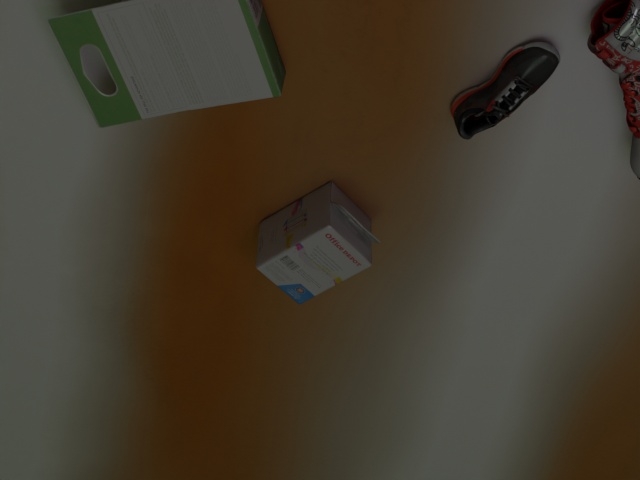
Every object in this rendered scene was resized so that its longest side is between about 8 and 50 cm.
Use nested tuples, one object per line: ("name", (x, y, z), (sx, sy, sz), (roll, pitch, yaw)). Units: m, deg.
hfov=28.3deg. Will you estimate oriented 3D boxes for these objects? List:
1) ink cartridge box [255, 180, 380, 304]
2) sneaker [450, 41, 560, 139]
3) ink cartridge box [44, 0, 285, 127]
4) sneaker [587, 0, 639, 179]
("ink cartridge box", (0.000, 0.000, 1.665), (0.143, 0.090, 0.092), (-29, 126, 26))
("sneaker", (0.223, -0.170, 1.506), (0.061, 0.065, 0.158), (32, 128, -26))
("ink cartridge box", (-0.176, -0.227, 1.479), (0.235, 0.056, 0.171), (-8, 133, 14))
("sneaker", (0.368, -0.192, 1.463), (0.145, 0.090, 0.270), (11, 130, -6))
